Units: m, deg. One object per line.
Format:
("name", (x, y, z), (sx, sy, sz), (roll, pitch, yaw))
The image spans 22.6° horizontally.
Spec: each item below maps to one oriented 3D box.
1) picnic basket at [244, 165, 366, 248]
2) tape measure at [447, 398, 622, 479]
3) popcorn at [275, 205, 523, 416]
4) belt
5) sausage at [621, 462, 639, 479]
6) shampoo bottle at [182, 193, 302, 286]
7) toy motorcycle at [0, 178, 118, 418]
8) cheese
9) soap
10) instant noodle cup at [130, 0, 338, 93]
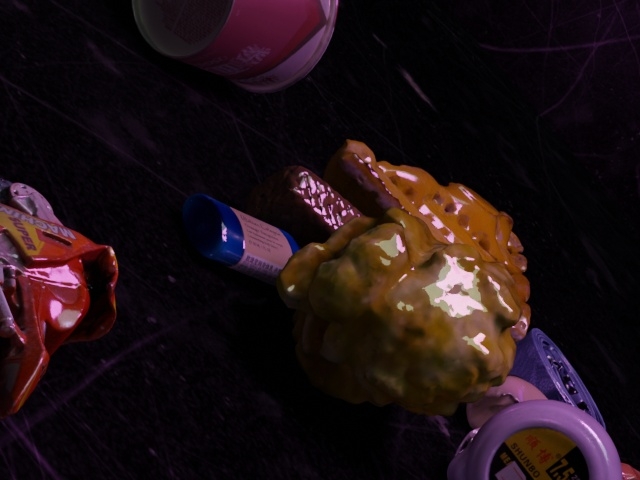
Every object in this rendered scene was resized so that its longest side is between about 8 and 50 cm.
("picnic basket", (0.000, 0.000, 1.880), (0.193, 0.110, 0.055), (39, 38, -25))
("tape measure", (0.255, 0.274, 1.802), (0.196, 0.178, 0.105), (56, 9, 16))
("popcorn", (0.074, 0.082, 1.739), (0.242, 0.235, 0.250), (52, -21, -7))
("belt", (0.313, 0.213, 2.189), (0.141, 0.082, 0.190), (34, 23, -44))
("sausage", (0.443, 0.361, 2.231), (0.169, 0.065, 0.065), (37, 23, -34))
("shampoo bottle", (-0.074, 0.007, 1.776), (0.183, 0.050, 0.087), (25, 28, -50))
("toy motorcycle", (-0.248, 0.034, 1.286), (0.171, 0.089, 0.298), (48, 20, -7))
("cheese", (0.279, 0.295, 1.961), (0.163, 0.082, 0.286), (26, 31, -47))
("soap", (0.117, -0.024, 2.078), (0.339, 0.169, 0.304), (45, 19, -15))
("instant noodle cup", (-0.120, -0.312, 2.050), (0.178, 0.235, 0.235), (1, 51, -53))
